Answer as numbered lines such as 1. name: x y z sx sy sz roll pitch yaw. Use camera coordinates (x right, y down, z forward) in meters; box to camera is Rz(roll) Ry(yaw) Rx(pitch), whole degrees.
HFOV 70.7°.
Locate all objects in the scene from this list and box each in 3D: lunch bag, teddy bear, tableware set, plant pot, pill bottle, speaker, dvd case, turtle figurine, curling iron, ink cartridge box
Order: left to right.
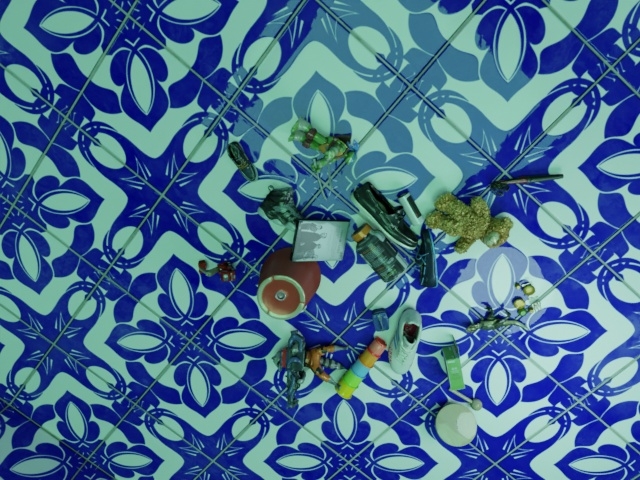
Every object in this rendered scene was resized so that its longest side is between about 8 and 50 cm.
1. plant pot: -0.143 0.189 1.879 0.275 0.243 0.274 2 107 6
2. turtle figurine: -0.013 -0.323 1.728 0.266 0.198 0.274 35 104 -1
3. dvd case: 0.000 0.000 1.851 0.239 0.029 0.179 0 112 -30
4. pill bottle: 0.234 0.045 1.850 0.130 0.130 0.245 -39 100 16
5. lunch bag: 0.264 0.353 1.979 0.067 0.065 0.098 -14 105 10
6. speaker: 0.365 -0.127 1.822 0.055 0.055 0.136 -29 102 14
7. ink cartridge box: 0.578 0.535 1.979 0.062 0.109 0.209 -11 106 9
8. teddy bear: 0.587 -0.063 1.789 0.338 0.113 0.245 38 110 -6
9. tableware set: 0.862 0.246 1.904 0.104 0.024 0.154 -22 105 16
10. curling iron: 0.796 -0.222 1.750 0.274 0.035 0.068 -11 69 6

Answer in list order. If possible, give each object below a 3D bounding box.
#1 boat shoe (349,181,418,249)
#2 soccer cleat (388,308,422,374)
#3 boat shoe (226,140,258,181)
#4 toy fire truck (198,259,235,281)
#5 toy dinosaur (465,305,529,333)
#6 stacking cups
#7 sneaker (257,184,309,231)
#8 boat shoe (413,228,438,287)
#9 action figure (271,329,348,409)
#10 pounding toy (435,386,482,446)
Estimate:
1. boat shoe: 0.278 -0.106 1.800 0.340 0.127 0.113 43 121 2
2. soccer cleat: 0.364 0.458 1.960 0.116 0.143 0.331 9 108 3
3. boat shoe: -0.320 -0.312 1.822 0.065 0.083 0.183 -28 103 14
4. toy fire truck: -0.449 0.130 1.949 0.135 0.192 0.047 -8 110 -21
5. toy dinosaur: 0.753 0.341 1.925 0.268 0.064 0.118 -3 122 7
6. stacking cups: 0.192 0.578 2.045 0.096 0.096 0.316 35 107 -5
7. sneaker: -0.114 -0.129 1.848 0.269 0.101 0.153 22 109 0
8. boat shoe: 0.430 0.083 1.856 0.089 0.109 0.258 -6 105 12
9. action figure: -0.062 0.584 2.036 0.331 0.178 0.341 10 84 8
10. pounding toy: 0.624 0.817 2.082 0.183 0.110 0.236 23 79 10
